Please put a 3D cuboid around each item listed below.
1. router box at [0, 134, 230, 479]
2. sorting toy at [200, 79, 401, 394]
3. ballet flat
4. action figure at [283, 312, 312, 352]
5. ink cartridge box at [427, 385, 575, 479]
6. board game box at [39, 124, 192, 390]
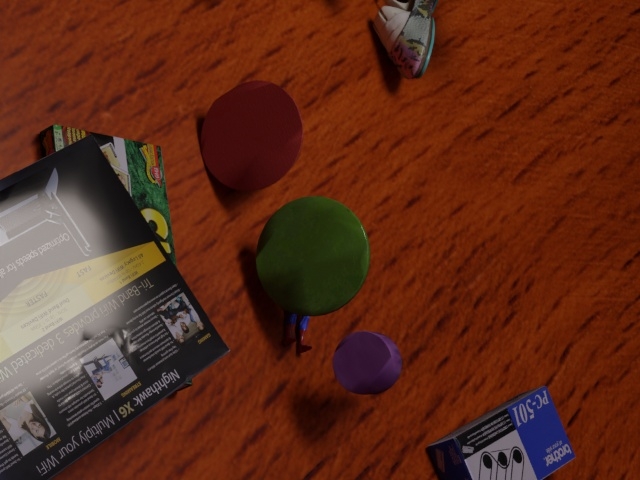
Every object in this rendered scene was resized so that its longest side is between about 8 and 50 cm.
[{"bbox_3d":[-0.259,0.076,1.325,0.309,0.081,0.243,-33,92,-44],"label":"router box"},{"bbox_3d":[0.000,0.000,1.647,0.365,0.127,0.126,63,16,14],"label":"sorting toy"},{"bbox_3d":[0.112,-0.291,1.960,0.079,0.077,0.221,27,44,-11],"label":"ballet flat"},{"bbox_3d":[-0.020,0.064,1.655,0.038,0.030,0.115,24,52,-31],"label":"action figure"},{"bbox_3d":[0.216,0.249,1.787,0.207,0.046,0.097,-18,85,-50],"label":"ink cartridge box"},{"bbox_3d":[-0.200,0.018,1.488,0.136,0.030,0.259,10,63,-46],"label":"board game box"}]
